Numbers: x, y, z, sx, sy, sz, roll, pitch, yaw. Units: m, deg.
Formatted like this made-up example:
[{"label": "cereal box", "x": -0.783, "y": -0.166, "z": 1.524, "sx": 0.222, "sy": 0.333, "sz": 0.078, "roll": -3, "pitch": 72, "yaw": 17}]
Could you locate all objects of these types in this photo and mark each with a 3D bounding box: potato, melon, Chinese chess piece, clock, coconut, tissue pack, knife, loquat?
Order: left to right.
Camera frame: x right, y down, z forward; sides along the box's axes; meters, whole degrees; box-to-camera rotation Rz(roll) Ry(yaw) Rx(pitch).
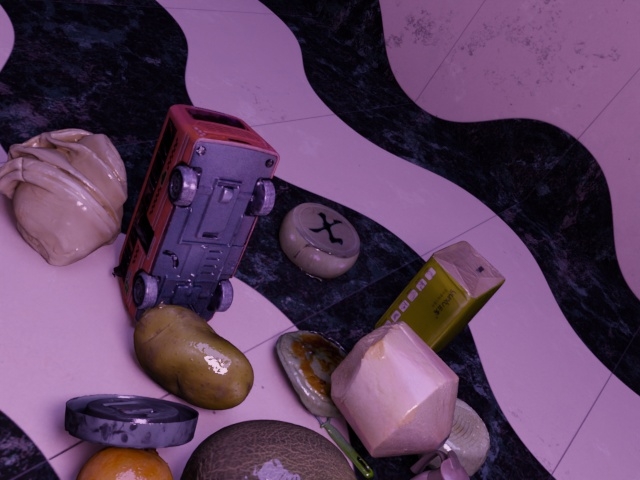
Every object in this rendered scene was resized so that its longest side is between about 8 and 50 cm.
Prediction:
[{"label": "loquat", "x": -0.300, "y": 0.385, "z": 1.048, "sx": 0.163, "sy": 0.137, "sz": 0.163, "roll": 9, "pitch": 43, "yaw": -8}, {"label": "clock", "x": -0.310, "y": 0.295, "z": 1.126, "sx": 0.214, "sy": 0.042, "sz": 0.215, "roll": 8, "pitch": -3, "yaw": 0}, {"label": "potato", "x": -0.238, "y": 0.222, "z": 1.287, "sx": 0.248, "sy": 0.169, "sz": 0.143, "roll": 30, "pitch": 62, "yaw": 11}, {"label": "melon", "x": -0.076, "y": 0.417, "z": 1.119, "sx": 0.301, "sy": 0.237, "sz": 0.238, "roll": 18, "pitch": 36, "yaw": -25}, {"label": "Chinese chess piece", "x": 0.000, "y": 0.000, "z": 1.855, "sx": 0.237, "sy": 0.092, "sz": 0.238, "roll": 24, "pitch": 35, "yaw": -18}, {"label": "knife", "x": 0.041, "y": 0.410, "z": 1.434, "sx": 0.212, "sy": 0.015, "sz": 0.054, "roll": 47, "pitch": 29, "yaw": 21}, {"label": "coconut", "x": 0.159, "y": 0.311, "z": 1.362, "sx": 0.239, "sy": 0.239, "sz": 0.244, "roll": -9, "pitch": 51, "yaw": -47}, {"label": "tissue pack", "x": 0.304, "y": 0.161, "z": 1.746, "sx": 0.167, "sy": 0.275, "sz": 0.200, "roll": 47, "pitch": 34, "yaw": 18}]

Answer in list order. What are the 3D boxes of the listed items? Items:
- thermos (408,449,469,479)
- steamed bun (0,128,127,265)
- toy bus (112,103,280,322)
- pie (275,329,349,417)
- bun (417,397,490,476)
[{"label": "thermos", "x": 0.206, "y": 0.483, "z": 1.321, "sx": 0.105, "sy": 0.193, "sz": 0.137, "roll": 22, "pitch": 34, "yaw": -17}, {"label": "steamed bun", "x": -0.527, "y": -0.117, "z": 1.431, "sx": 0.276, "sy": 0.203, "sz": 0.289, "roll": 30, "pitch": 34, "yaw": -8}, {"label": "toy bus", "x": -0.263, "y": -0.043, "z": 1.380, "sx": 0.203, "sy": 0.427, "sz": 0.233, "roll": 7, "pitch": 30, "yaw": -37}, {"label": "pie", "x": -0.003, "y": 0.287, "z": 1.505, "sx": 0.240, "sy": 0.054, "sz": 0.241, "roll": 29, "pitch": 26, "yaw": -16}, {"label": "bun", "x": 0.275, "y": 0.435, "z": 1.510, "sx": 0.195, "sy": 0.118, "sz": 0.195, "roll": 21, "pitch": 32, "yaw": -14}]
